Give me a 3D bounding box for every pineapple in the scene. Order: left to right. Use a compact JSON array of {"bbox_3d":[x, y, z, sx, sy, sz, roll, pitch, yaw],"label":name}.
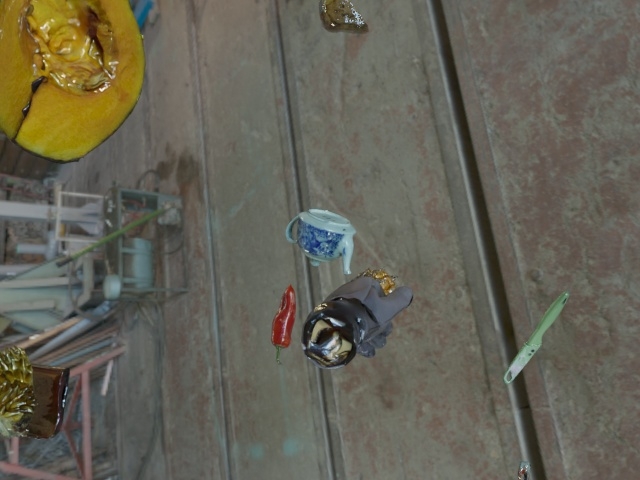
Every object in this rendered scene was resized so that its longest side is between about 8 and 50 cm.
[{"bbox_3d":[0.120,0.152,1.461,0.225,0.076,0.224,-37,21,17],"label":"pineapple"}]

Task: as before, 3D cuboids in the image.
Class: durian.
[{"bbox_3d":[-0.498,0.243,0.805,0.252,0.144,0.139,-26,107,40],"label":"durian"}]

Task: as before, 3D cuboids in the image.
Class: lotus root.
[{"bbox_3d":[0.052,-0.578,1.345,0.095,0.159,0.135,-44,20,15],"label":"lotus root"}]

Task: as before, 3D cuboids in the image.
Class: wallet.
[{"bbox_3d":[-0.575,0.292,0.971,0.256,0.031,0.137,1,76,23],"label":"wallet"}]

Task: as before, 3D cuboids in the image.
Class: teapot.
[{"bbox_3d":[0.000,0.000,1.389,0.232,0.159,0.158,27,108,32],"label":"teapot"}]

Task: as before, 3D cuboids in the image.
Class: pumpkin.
[{"bbox_3d":[-0.362,-0.278,0.754,0.148,0.169,0.312,27,99,25],"label":"pumpkin"}]

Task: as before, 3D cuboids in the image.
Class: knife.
[{"bbox_3d":[0.374,0.172,0.900,0.014,0.030,0.207,-102,34,-63],"label":"knife"}]

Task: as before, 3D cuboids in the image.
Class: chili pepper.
[{"bbox_3d":[-0.086,0.190,1.204,0.059,0.050,0.191,133,147,-63],"label":"chili pepper"}]

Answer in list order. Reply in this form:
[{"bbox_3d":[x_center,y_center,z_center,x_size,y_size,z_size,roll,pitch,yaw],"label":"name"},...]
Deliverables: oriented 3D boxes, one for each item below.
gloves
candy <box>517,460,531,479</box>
[{"bbox_3d":[0.060,0.113,0.767,0.142,0.285,0.119,-27,75,18],"label":"gloves"},{"bbox_3d":[0.463,0.647,1.161,0.059,0.086,0.291,-7,84,37],"label":"candy"}]
